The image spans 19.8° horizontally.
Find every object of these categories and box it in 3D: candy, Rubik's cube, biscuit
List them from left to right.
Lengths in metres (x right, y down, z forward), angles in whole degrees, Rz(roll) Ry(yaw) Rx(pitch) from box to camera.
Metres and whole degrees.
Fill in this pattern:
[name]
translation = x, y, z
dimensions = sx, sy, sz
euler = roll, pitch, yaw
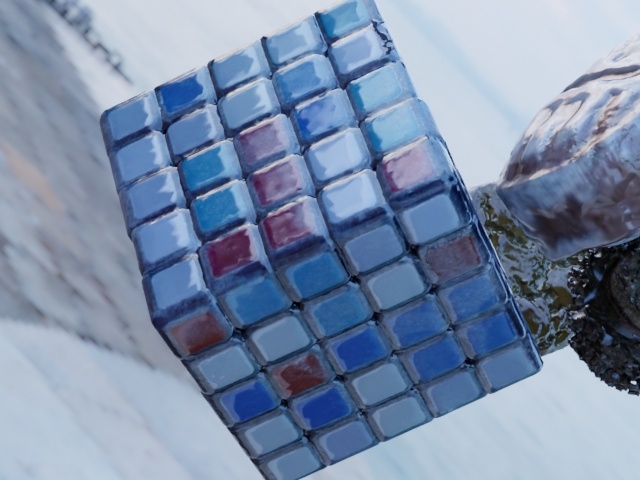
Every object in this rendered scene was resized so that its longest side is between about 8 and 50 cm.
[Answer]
[Rubik's cube]
translation = 0.000, 0.000, 1.680
dimensions = 0.293, 0.287, 0.292
euler = 60, 8, -47
[biscuit]
translation = 0.216, 0.028, 2.029
dimensions = 0.226, 0.226, 0.042
euler = 47, -30, 10
[candy]
translation = 0.299, -0.093, 1.772
dimensions = 0.157, 0.289, 0.214
euler = 53, -34, -10

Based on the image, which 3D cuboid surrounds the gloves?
[gloves]
translation = 0.393, 0.039, 1.839
dimensions = 0.210, 0.312, 0.135
euler = 69, 17, 7
